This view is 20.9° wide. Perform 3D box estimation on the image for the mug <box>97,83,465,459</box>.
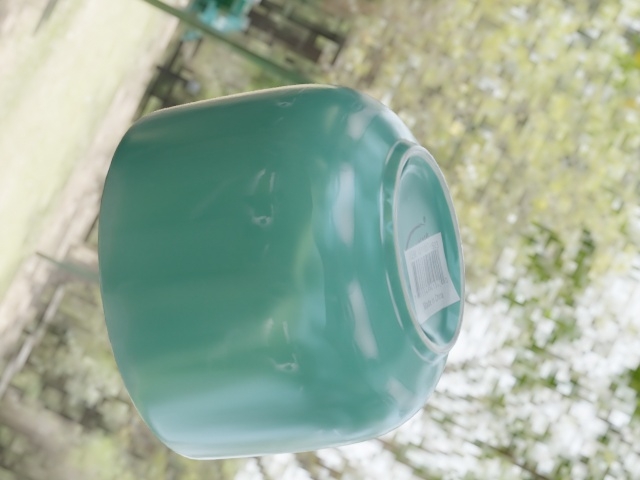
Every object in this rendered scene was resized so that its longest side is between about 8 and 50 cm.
[{"bbox_3d":[-0.004,-0.001,0.624,0.129,0.097,0.158,55,35,-48],"label":"mug"}]
